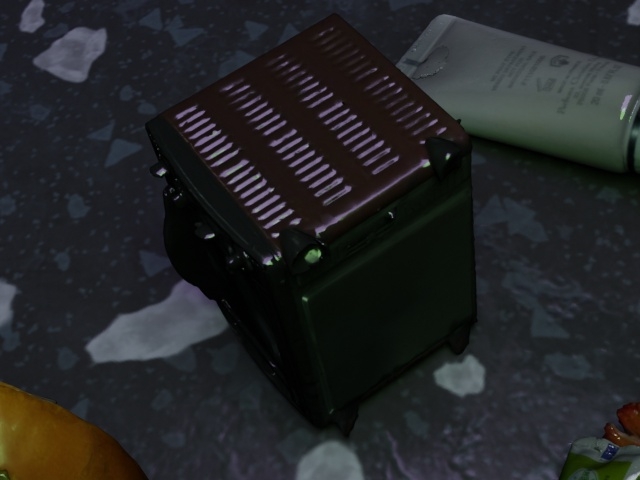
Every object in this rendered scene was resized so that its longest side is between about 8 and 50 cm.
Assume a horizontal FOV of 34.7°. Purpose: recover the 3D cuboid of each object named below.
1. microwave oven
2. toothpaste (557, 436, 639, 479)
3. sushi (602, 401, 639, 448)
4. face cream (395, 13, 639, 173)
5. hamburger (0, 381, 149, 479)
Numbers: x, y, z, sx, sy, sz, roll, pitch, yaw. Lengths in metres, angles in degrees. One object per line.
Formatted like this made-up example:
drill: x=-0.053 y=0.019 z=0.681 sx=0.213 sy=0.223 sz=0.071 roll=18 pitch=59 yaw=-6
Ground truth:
microwave oven: x=0.000 y=-0.002 z=0.760 sx=0.188 sy=0.247 sz=0.178 roll=-34 pitch=56 yaw=-16
toothpaste: x=0.156 y=0.243 z=0.676 sx=0.078 sy=0.047 sz=0.248 roll=-8 pitch=49 yaw=57
sushi: x=0.366 y=0.110 z=0.712 sx=0.332 sy=0.130 sz=0.124 roll=-14 pitch=51 yaw=-8
face cream: x=0.201 y=-0.129 z=0.916 sx=0.314 sy=0.089 sz=0.143 roll=23 pitch=63 yaw=30
hamburger: x=-0.255 y=0.212 z=0.636 sx=0.291 sy=0.291 sz=0.225 roll=10 pitch=54 yaw=14
